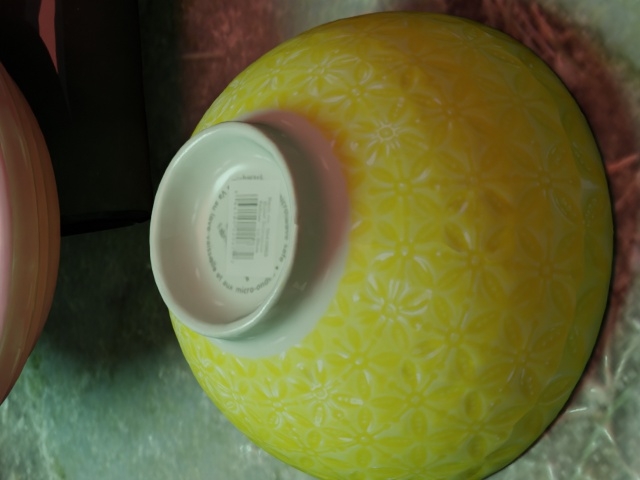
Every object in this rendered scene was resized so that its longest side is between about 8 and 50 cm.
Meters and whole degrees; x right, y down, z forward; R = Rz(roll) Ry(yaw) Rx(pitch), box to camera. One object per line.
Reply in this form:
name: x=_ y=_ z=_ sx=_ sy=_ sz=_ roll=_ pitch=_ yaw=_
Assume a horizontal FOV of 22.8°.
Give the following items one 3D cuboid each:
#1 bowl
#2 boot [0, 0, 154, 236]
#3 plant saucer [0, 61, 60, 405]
bowl: x=0.000 y=0.000 z=0.886 sx=0.289 sy=0.156 sz=0.289 roll=-7 pitch=79 yaw=42
boot: x=-0.152 y=-0.229 z=1.060 sx=0.367 sy=0.146 sz=0.445 roll=-9 pitch=76 yaw=50
plant saucer: x=-0.284 y=-0.012 z=1.046 sx=0.332 sy=0.084 sz=0.332 roll=4 pitch=96 yaw=39
